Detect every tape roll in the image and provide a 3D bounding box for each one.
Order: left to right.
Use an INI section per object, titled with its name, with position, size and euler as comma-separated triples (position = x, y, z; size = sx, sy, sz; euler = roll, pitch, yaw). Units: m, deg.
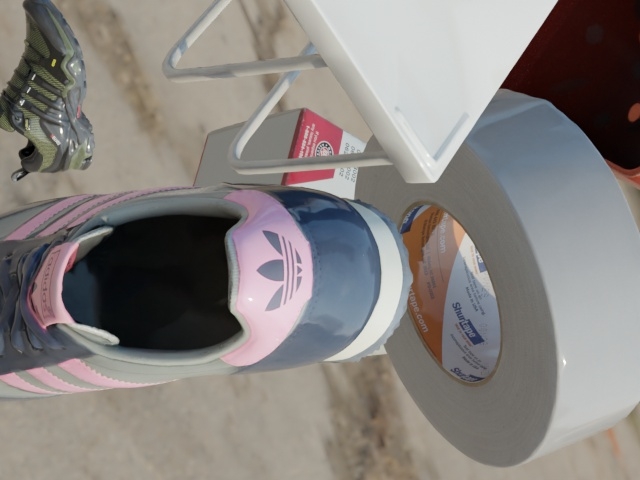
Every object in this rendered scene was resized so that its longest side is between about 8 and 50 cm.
[tape roll]
position = 0.105, 0.022, 0.978
size = 0.219, 0.072, 0.219
euler = 43, -38, 47

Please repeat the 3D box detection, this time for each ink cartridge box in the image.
[ink cartridge box]
position = 0.000, 0.000, 1.242
size = 0.176, 0.127, 0.128
euler = 28, 66, -35

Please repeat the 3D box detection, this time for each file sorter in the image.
[file sorter]
position = -0.025, -0.191, 0.840
size = 0.278, 0.173, 0.193
euler = 54, 56, -28

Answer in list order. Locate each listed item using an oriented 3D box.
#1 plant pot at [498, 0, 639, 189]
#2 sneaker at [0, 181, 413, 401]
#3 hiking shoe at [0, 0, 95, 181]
[plant pot]
position = 0.351, -0.147, 1.494
size = 0.235, 0.267, 0.267
euler = 35, 1, -35
[sneaker]
position = -0.122, 0.022, 0.813
size = 0.131, 0.319, 0.112
euler = 7, 74, -59
[hiking shoe]
position = -0.337, -0.176, 1.920
size = 0.086, 0.114, 0.227
euler = -140, -142, -58
